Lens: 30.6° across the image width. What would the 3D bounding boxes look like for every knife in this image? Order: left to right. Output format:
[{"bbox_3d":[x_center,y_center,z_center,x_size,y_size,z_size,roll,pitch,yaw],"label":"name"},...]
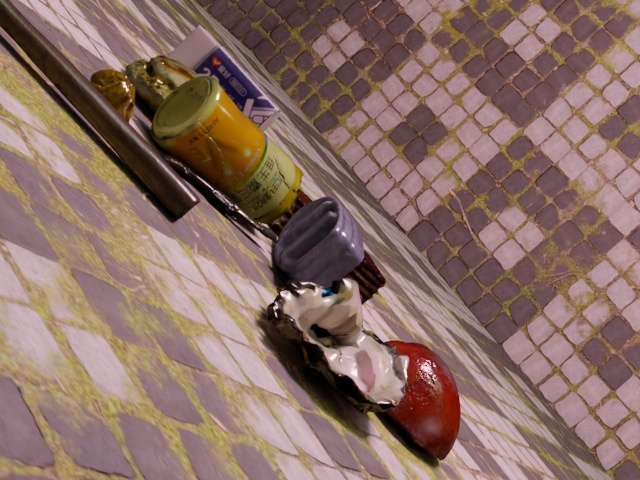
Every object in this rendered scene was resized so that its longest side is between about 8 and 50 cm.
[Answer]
[{"bbox_3d":[-0.144,-0.059,1.649,0.222,0.021,0.045,38,11,-32],"label":"knife"}]

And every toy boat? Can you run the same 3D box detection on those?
[{"bbox_3d":[-0.005,0.000,1.713,0.078,0.127,0.283,46,6,-12],"label":"toy boat"}]

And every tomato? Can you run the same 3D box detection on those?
[{"bbox_3d":[0.135,0.201,1.569,0.173,0.099,0.189,50,7,34],"label":"tomato"}]

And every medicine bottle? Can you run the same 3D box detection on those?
[{"bbox_3d":[-0.128,-0.121,1.696,0.239,0.124,0.124,43,9,-36],"label":"medicine bottle"}]

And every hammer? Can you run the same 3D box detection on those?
[{"bbox_3d":[-0.306,-0.193,1.373,0.440,0.044,0.168,47,9,-4],"label":"hammer"}]

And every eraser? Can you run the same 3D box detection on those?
[{"bbox_3d":[-0.183,-0.265,2.089,0.210,0.124,0.068,48,8,5],"label":"eraser"}]

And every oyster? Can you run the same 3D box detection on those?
[{"bbox_3d":[0.022,0.124,1.419,0.198,0.092,0.259,47,20,-3],"label":"oyster"}]

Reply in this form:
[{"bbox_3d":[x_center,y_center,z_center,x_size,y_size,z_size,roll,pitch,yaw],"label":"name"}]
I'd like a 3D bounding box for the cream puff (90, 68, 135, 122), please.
[{"bbox_3d":[-0.262,-0.184,1.495,0.083,0.058,0.083,49,6,-3],"label":"cream puff"}]

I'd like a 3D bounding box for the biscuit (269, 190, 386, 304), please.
[{"bbox_3d":[0.000,0.000,1.958,0.252,0.070,0.106,42,8,-29],"label":"biscuit"}]

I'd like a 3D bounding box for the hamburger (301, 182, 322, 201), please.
[{"bbox_3d":[-0.032,-0.079,2.258,0.121,0.054,0.084,49,12,33],"label":"hamburger"}]

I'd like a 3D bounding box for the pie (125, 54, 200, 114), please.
[{"bbox_3d":[-0.214,-0.223,1.840,0.201,0.090,0.248,41,5,-19],"label":"pie"}]
